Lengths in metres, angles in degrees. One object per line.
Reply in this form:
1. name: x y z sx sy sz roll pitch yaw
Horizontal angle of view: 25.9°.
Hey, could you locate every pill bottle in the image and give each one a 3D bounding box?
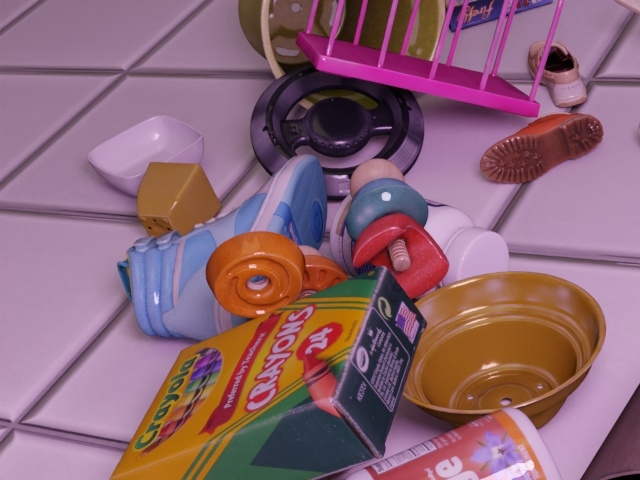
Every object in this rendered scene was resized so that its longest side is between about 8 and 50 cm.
1. pill bottle: 0.094 0.236 1.192 0.216 0.121 0.121 -22 32 -9
2. pill bottle: 0.111 0.009 1.549 0.112 0.112 0.187 -37 37 -30

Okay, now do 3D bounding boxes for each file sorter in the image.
1. file sorter: 0.141 -0.292 1.793 0.291 0.182 0.202 11 15 -12

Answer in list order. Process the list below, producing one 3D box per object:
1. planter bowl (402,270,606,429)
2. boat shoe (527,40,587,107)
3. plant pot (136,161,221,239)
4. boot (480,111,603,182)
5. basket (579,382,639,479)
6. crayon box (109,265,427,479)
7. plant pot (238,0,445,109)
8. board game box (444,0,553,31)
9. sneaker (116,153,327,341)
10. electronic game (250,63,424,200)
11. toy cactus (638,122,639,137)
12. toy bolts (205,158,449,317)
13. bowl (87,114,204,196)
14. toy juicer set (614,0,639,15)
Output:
1. planter bowl: 0.174 0.128 1.354 0.217 0.090 0.217 -12 32 8
2. boat shoe: 0.321 -0.242 1.896 0.063 0.059 0.170 -17 32 -2
3. plant pot: -0.192 -0.044 1.804 0.081 0.081 0.083 4 47 29
4. boot: 0.266 -0.119 1.742 0.158 0.059 0.084 -19 21 -8
5. basket: 0.321 0.179 1.160 0.204 0.154 0.227 -1 31 26
6. crayon box: -0.068 0.160 1.329 0.319 0.081 0.202 -25 24 30
7. plant pot: 0.001 -0.329 2.021 0.276 0.276 0.254 -26 22 -15
8. board game box: 0.254 -0.415 2.215 0.165 0.042 0.243 -17 31 0
9. sneaker: -0.123 0.000 1.658 0.208 0.127 0.319 0 34 22
10. electronic game: 0.022 -0.148 1.830 0.229 0.048 0.229 0 55 1
11. toy cactus: 0.469 -0.148 1.660 0.181 0.112 0.219 -11 39 27
12. toy bolts: 0.000 0.000 1.458 0.228 0.218 0.158 -35 38 19
13. bowl: -0.241 -0.113 1.956 0.142 0.053 0.142 -32 36 -24
14. toy juicer set: 0.575 -0.278 1.824 0.329 0.089 0.209 -14 44 -12
